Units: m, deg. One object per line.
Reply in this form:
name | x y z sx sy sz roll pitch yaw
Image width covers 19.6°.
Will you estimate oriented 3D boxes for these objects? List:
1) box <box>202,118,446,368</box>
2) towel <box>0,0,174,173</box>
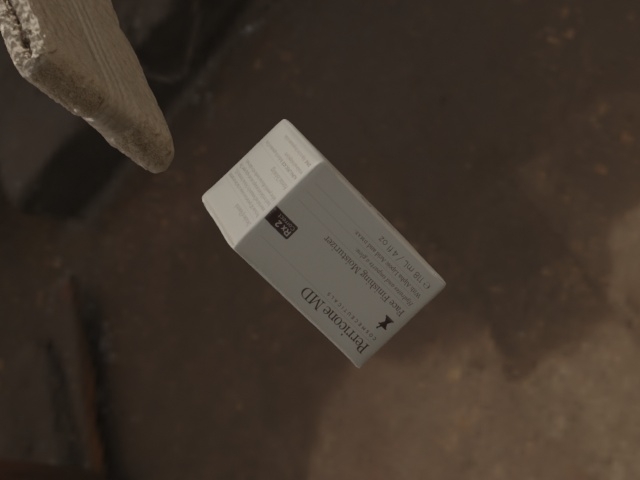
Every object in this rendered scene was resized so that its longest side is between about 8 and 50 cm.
box | 0.000 0.000 1.780 0.119 0.181 0.182 -45 21 3
towel | -0.231 -0.193 1.624 0.049 0.187 0.282 -38 49 13
